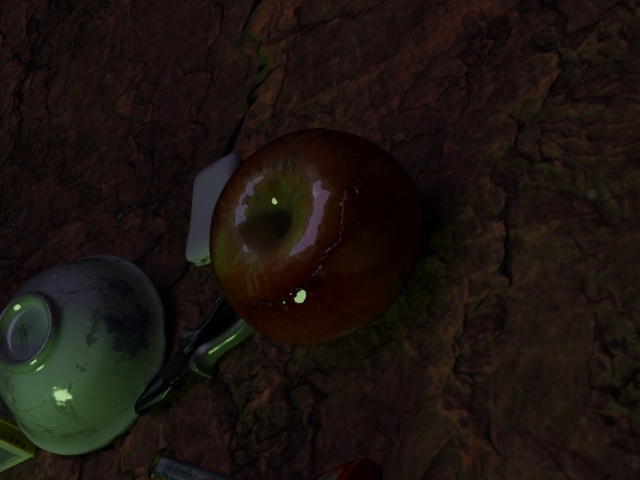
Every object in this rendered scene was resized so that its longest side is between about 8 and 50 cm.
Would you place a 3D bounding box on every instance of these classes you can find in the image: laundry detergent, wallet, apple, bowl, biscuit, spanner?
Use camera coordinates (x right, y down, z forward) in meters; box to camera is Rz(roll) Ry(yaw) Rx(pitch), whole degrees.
[{"bbox_3d":[-0.012,0.294,1.308,0.165,0.049,0.097,-26,14,37],"label":"laundry detergent"},{"bbox_3d":[-0.163,-0.046,1.775,0.095,0.033,0.190,-29,43,36],"label":"wallet"},{"bbox_3d":[0.000,0.000,1.402,0.272,0.206,0.251,-50,46,14],"label":"apple"},{"bbox_3d":[-0.392,0.149,1.716,0.313,0.146,0.313,-11,66,25],"label":"bowl"},{"bbox_3d":[-0.136,0.310,1.470,0.292,0.026,0.048,6,66,51],"label":"biscuit"},{"bbox_3d":[-0.149,0.132,1.614,0.325,0.040,0.096,-45,37,14],"label":"spanner"}]

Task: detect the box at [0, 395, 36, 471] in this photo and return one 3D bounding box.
[{"bbox_3d":[-0.598,0.317,1.901,0.265,0.168,0.097,-30,40,35],"label":"box"}]
